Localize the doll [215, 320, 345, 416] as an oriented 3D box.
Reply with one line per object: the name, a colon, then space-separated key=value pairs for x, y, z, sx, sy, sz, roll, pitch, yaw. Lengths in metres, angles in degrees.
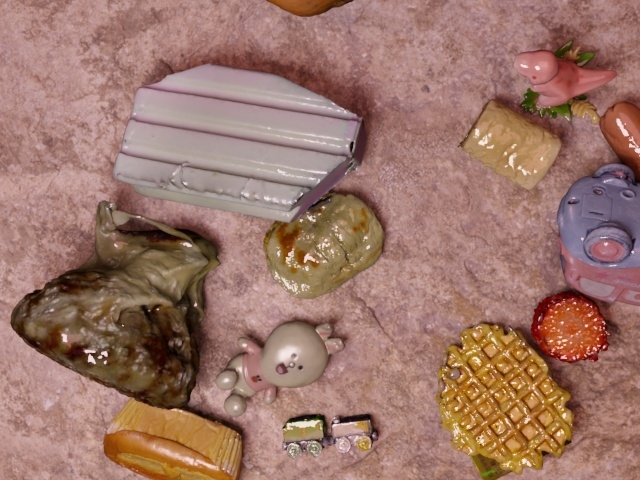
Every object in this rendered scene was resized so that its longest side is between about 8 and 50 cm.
doll: x=-0.087 y=0.245 z=1.212 sx=0.275 sy=0.113 sz=0.155 roll=-29 pitch=97 yaw=-1

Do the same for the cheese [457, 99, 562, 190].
cheese: x=0.370 y=-0.188 z=1.154 sx=0.167 sy=0.094 sz=0.123 roll=32 pitch=93 yaw=4

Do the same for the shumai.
shumai: x=-0.343 y=0.118 z=1.146 sx=0.395 sy=0.395 sz=0.348 roll=28 pitch=68 yaw=4

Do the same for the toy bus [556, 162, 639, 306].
toy bus: x=0.570 y=0.019 z=1.077 sx=0.294 sy=0.232 sz=0.197 roll=14 pitch=51 yaw=14

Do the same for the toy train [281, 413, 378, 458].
toy train: x=0.018 y=0.399 z=1.225 sx=0.202 sy=0.060 sz=0.081 roll=-8 pitch=85 yaw=4

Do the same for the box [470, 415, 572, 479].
box: x=0.391 y=0.396 z=1.201 sx=0.193 sy=0.030 sz=0.121 roll=-29 pitch=89 yaw=7

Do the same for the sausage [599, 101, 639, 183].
sausage: x=0.639 y=-0.140 z=1.132 sx=0.086 sy=0.086 sz=0.289 roll=-37 pitch=88 yaw=6

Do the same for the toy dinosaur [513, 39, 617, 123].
toy dinosaur: x=0.449 y=-0.318 z=1.101 sx=0.194 sy=0.177 sz=0.152 roll=19 pitch=94 yaw=3

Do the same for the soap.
soap: x=-0.145 y=-0.186 z=1.149 sx=0.446 sy=0.156 sz=0.261 roll=10 pitch=77 yaw=11

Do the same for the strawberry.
strawberry: x=0.484 y=0.168 z=1.156 sx=0.145 sy=0.086 sz=0.145 roll=0 pitch=90 yaw=7

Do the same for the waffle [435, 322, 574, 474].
waffle: x=0.361 y=0.308 z=1.166 sx=0.262 sy=0.060 sz=0.281 roll=8 pitch=83 yaw=11

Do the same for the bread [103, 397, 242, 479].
bread: x=-0.295 y=0.428 z=1.217 sx=0.288 sy=0.152 sz=0.119 roll=18 pitch=49 yaw=5

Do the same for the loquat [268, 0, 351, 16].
loquat: x=-0.024 y=-0.582 z=1.074 sx=0.328 sy=0.328 sz=0.328 roll=0 pitch=92 yaw=6

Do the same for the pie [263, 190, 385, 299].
pie: x=0.000 y=0.000 z=1.201 sx=0.248 sy=0.090 sz=0.201 roll=-33 pitch=85 yaw=2
